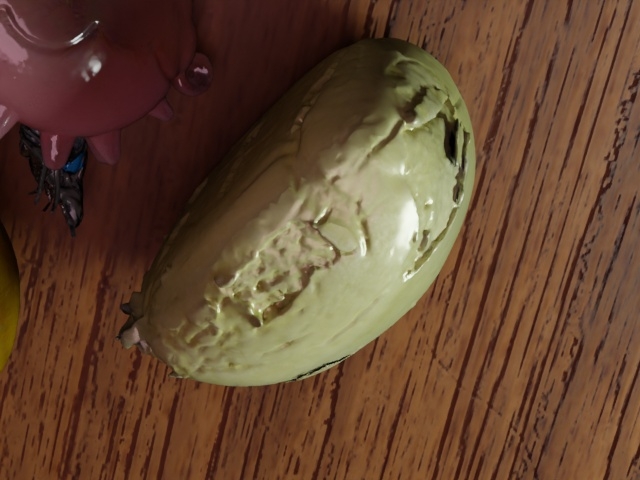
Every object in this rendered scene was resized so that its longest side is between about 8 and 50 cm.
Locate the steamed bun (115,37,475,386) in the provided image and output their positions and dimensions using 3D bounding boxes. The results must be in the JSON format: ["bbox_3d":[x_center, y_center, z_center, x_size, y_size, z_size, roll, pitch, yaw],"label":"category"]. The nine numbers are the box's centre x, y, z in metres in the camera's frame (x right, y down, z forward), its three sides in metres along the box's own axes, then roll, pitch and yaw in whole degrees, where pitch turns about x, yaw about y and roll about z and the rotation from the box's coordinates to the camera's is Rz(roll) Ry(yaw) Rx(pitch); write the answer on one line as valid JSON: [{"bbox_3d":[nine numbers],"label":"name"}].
[{"bbox_3d":[0.000,0.000,1.364,0.166,0.232,0.273,41,108,-11],"label":"steamed bun"}]

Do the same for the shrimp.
[{"bbox_3d":[-0.195,-0.090,1.401,0.076,0.082,0.174,-15,107,10],"label":"shrimp"}]

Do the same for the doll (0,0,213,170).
[{"bbox_3d":[-0.182,-0.156,1.330,0.262,0.093,0.211,12,87,-32],"label":"doll"}]

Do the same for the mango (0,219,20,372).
[{"bbox_3d":[-0.387,-0.048,1.337,0.300,0.232,0.445,-35,118,8],"label":"mango"}]
